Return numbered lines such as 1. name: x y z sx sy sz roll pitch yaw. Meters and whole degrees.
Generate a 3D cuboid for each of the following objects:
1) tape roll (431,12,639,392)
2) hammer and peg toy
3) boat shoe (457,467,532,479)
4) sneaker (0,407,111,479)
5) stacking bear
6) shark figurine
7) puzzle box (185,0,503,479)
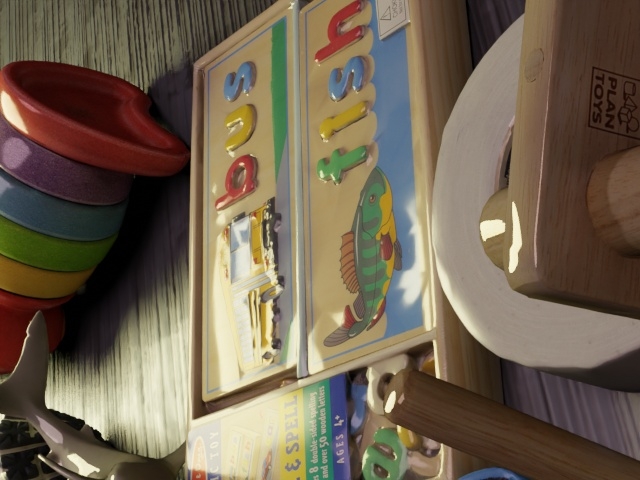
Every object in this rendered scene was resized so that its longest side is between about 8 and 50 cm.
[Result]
1. tape roll: 0.160 -0.032 0.647 0.219 0.072 0.219 -24 58 45
2. hammer and peg toy: 0.181 -0.031 0.459 0.127 0.265 0.361 164 116 -64
3. boat shoe: 0.037 0.233 0.674 0.258 0.109 0.089 -53 45 28
4. sneaker: -0.227 0.260 0.997 0.122 0.110 0.283 -56 40 27
5. stacking bear: -0.266 -0.004 1.117 0.175 0.164 0.289 50 120 48
6. shark figurine: -0.155 0.164 0.954 0.116 0.166 0.278 -43 35 -17
7. puzzle box: 0.000 0.000 0.854 0.272 0.052 0.409 -27 56 44
